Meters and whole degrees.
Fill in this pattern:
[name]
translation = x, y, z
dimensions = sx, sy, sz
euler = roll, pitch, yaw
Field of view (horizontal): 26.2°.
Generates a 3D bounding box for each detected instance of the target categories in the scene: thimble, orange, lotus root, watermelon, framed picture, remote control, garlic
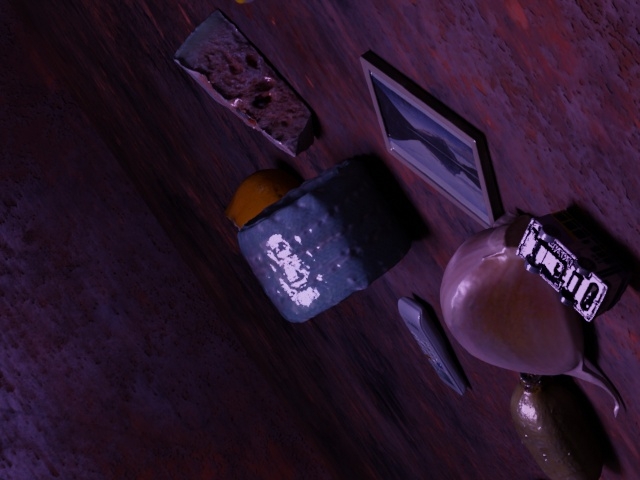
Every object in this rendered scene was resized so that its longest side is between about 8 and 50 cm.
[thimble]
translation = 0.000, 0.000, 1.748
dimensions = 0.143, 0.198, 0.235
euler = 58, 161, -5
[orange]
translation = -0.071, -0.030, 2.086
dimensions = 0.156, 0.134, 0.156
euler = 46, 152, 34
[lotus root]
translation = 0.268, 0.214, 1.598
dimensions = 0.090, 0.077, 0.183
euler = 32, 155, 59
[watermelon]
translation = -0.085, -0.189, 1.869
dimensions = 0.241, 0.094, 0.154
euler = 41, 169, 38
[framed picture]
translation = 0.119, -0.103, 1.470
dimensions = 0.203, 0.015, 0.150
euler = 43, 162, 41
[remote control]
translation = 0.160, 0.147, 1.929
dimensions = 0.162, 0.029, 0.061
euler = 57, 170, -32
[garlic]
translation = 0.213, 0.088, 1.456
dimensions = 0.266, 0.128, 0.148
euler = 53, 174, -37

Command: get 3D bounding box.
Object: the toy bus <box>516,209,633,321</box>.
[toy bus]
translation = 0.236, 0.022, 1.269
dimensions = 0.102, 0.058, 0.052
euler = 46, 136, 30

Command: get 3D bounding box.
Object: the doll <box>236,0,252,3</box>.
[doll]
translation = -0.055, -0.330, 1.342
dimensions = 0.145, 0.103, 0.316
euler = 61, 161, -7
